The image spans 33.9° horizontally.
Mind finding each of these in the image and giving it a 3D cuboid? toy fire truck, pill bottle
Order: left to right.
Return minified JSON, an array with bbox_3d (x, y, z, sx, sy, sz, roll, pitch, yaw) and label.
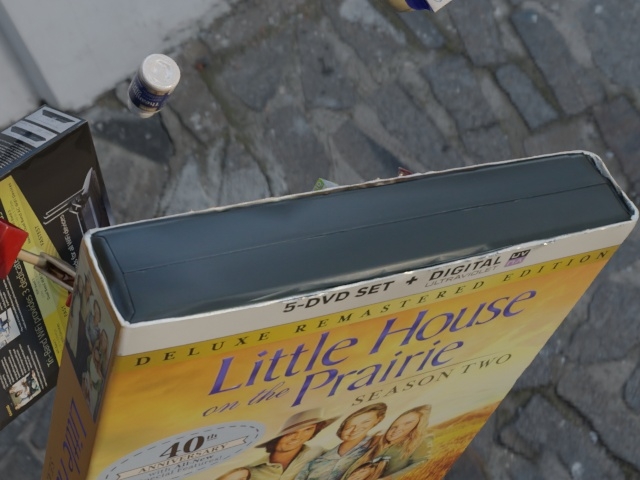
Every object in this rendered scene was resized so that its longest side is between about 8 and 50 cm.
[{"bbox_3d":[-0.220,0.036,0.945,0.135,0.192,0.047,25,86,11],"label":"toy fire truck"},{"bbox_3d":[-0.279,-0.250,1.731,0.067,0.120,0.067,10,65,-21],"label":"pill bottle"}]

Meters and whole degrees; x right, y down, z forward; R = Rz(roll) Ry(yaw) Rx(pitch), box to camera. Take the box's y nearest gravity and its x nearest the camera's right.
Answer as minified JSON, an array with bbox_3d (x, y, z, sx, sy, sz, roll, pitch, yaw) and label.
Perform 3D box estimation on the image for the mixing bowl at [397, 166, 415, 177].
[{"bbox_3d":[0.156,-0.007,1.304,0.181,0.181,0.098,28,95,21],"label":"mixing bowl"}]

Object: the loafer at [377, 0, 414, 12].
[{"bbox_3d":[0.087,-0.398,1.224,0.102,0.268,0.092,-4,18,17],"label":"loafer"}]

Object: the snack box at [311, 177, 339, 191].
[{"bbox_3d":[0.000,0.000,1.444,0.141,0.037,0.100,-61,39,19],"label":"snack box"}]

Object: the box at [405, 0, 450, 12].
[{"bbox_3d":[0.143,-0.310,1.142,0.136,0.028,0.081,-36,100,2],"label":"box"}]

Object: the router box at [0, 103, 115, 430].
[{"bbox_3d":[-0.350,0.034,1.231,0.081,0.308,0.243,22,45,32],"label":"router box"}]

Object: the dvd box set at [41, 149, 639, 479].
[{"bbox_3d":[-0.020,0.122,0.670,0.308,0.420,0.062,-10,55,-29],"label":"dvd box set"}]
